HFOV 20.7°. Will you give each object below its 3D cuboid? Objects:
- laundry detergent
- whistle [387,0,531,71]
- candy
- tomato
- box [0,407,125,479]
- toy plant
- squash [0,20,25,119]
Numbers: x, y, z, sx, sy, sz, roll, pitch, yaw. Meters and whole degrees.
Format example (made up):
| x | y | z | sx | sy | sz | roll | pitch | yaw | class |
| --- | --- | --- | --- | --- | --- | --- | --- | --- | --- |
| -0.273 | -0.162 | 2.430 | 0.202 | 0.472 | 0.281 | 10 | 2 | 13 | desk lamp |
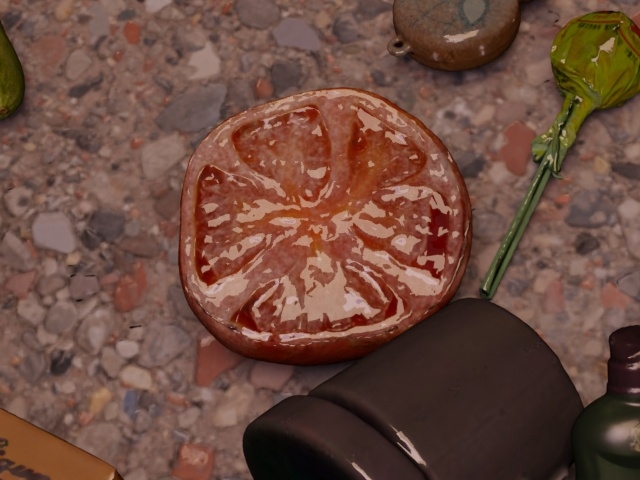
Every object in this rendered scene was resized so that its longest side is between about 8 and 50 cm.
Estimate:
| x | y | z | sx | sy | sz | roll | pitch | yaw | class |
| --- | --- | --- | --- | --- | --- | --- | --- | --- | --- |
| 0.239 | 0.166 | 1.220 | 0.144 | 0.078 | 0.222 | -8 | 101 | -12 | laundry detergent |
| 0.147 | -0.208 | 1.474 | 0.220 | 0.057 | 0.107 | -34 | 53 | -14 | whistle |
| 0.187 | -0.069 | 1.409 | 0.077 | 0.073 | 0.262 | 19 | 75 | 34 | candy |
| 0.000 | 0.000 | 1.373 | 0.236 | 0.095 | 0.237 | -1 | 66 | 1 | tomato |
| -0.194 | 0.185 | 1.230 | 0.152 | 0.237 | 0.070 | 25 | 74 | 16 | box |
| 0.007 | 0.209 | 1.193 | 0.400 | 0.185 | 0.279 | -37 | 39 | -25 | toy plant |
| -0.305 | -0.186 | 1.504 | 0.066 | 0.066 | 0.201 | -23 | 65 | -4 | squash |
